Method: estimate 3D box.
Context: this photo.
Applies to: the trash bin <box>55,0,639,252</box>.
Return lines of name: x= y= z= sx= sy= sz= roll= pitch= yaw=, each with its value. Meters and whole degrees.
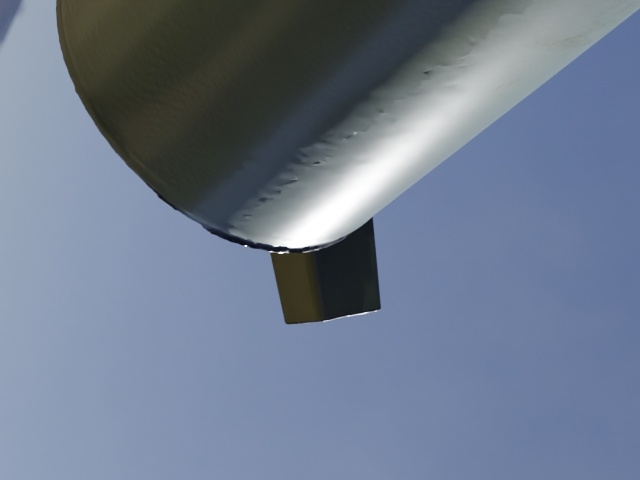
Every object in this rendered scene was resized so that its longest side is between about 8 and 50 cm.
trash bin: x=0.026 y=-0.149 z=0.768 sx=0.262 sy=0.277 sz=0.217 roll=-38 pitch=-124 yaw=43

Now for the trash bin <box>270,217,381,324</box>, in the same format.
trash bin: x=0.000 y=0.000 z=0.939 sx=0.043 sy=0.061 sz=0.092 roll=-5 pitch=-86 yaw=45
